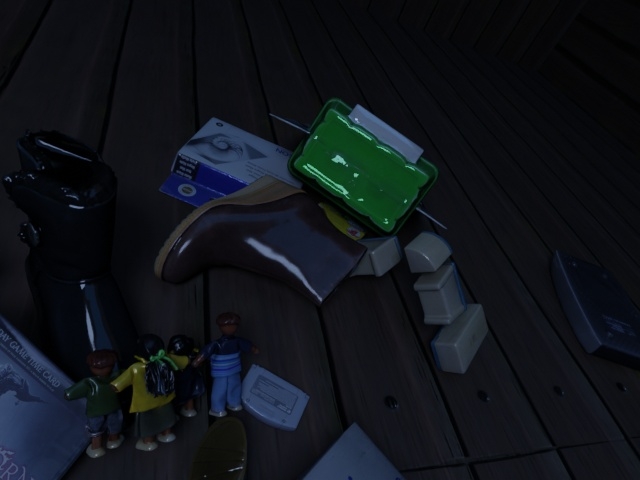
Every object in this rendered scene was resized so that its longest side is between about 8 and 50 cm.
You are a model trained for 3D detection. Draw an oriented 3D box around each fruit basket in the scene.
[{"bbox_3d":[0.085,-0.148,0.810,0.326,0.166,0.353,35,19,0],"label":"fruit basket"}]

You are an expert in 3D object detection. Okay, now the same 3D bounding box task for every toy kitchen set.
[{"bbox_3d":[0.153,0.086,0.701,0.122,0.166,0.207,-33,109,-46],"label":"toy kitchen set"}]

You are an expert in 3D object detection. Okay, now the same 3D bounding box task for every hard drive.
[{"bbox_3d":[0.579,0.142,0.893,0.171,0.054,0.255,19,41,-10],"label":"hard drive"}]

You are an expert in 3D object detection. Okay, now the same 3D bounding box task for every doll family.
[{"bbox_3d":[-0.147,0.136,0.439,0.075,0.112,0.193,-1,1,33],"label":"doll family"}]

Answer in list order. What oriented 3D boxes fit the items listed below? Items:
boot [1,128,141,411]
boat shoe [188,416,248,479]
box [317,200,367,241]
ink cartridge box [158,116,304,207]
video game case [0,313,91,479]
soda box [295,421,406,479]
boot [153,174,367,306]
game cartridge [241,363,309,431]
[{"bbox_3d":[-0.245,0.032,0.440,0.094,0.207,0.246,-17,58,-40],"label":"boot"},{"bbox_3d":[-0.097,0.252,0.411,0.056,0.049,0.152,-2,48,6],"label":"boat shoe"},{"bbox_3d":[0.000,0.000,0.737,0.105,0.043,0.179,37,43,12],"label":"box"},{"bbox_3d":[-0.142,-0.123,0.787,0.223,0.045,0.224,23,41,-6],"label":"ink cartridge box"},{"bbox_3d":[-0.311,0.179,0.293,0.196,0.026,0.274,58,39,-22],"label":"video game case"},{"bbox_3d":[-0.020,0.263,0.335,0.098,0.091,0.286,44,21,17],"label":"soda box"},{"bbox_3d":[-0.076,0.022,0.603,0.206,0.090,0.248,40,59,15],"label":"boot"},{"bbox_3d":[-0.059,0.192,0.521,0.083,0.017,0.056,30,36,3],"label":"game cartridge"}]
